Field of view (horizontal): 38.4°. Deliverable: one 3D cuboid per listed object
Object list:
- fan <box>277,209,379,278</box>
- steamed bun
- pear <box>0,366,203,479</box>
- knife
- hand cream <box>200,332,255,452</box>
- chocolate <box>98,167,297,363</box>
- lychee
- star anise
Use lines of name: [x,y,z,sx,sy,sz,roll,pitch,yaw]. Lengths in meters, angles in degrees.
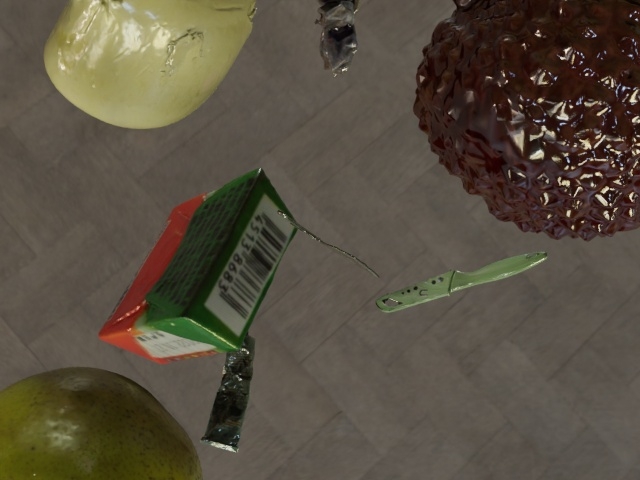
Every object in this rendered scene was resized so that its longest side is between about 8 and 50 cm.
fan: [0.000,0.000,1.284,0.132,0.220,0.009,28,87,35]
steamed bun: [-0.191,-0.249,1.122,0.166,0.232,0.273,55,34,3]
pear: [-0.275,0.275,1.026,0.294,0.294,0.294,3,75,-11]
knife: [0.225,0.064,1.491,0.293,0.020,0.043,-20,58,18]
hand cream: [-0.179,0.297,1.862,0.075,0.052,0.248,7,66,11]
chocolate: [-0.236,0.067,1.842,0.161,0.341,0.360,41,57,-24]
lychee: [0.203,-0.143,0.755,0.264,0.264,0.300,-44,108,-18]
star anise: [0.024,-0.368,1.438,0.081,0.262,0.230,0,59,6]
